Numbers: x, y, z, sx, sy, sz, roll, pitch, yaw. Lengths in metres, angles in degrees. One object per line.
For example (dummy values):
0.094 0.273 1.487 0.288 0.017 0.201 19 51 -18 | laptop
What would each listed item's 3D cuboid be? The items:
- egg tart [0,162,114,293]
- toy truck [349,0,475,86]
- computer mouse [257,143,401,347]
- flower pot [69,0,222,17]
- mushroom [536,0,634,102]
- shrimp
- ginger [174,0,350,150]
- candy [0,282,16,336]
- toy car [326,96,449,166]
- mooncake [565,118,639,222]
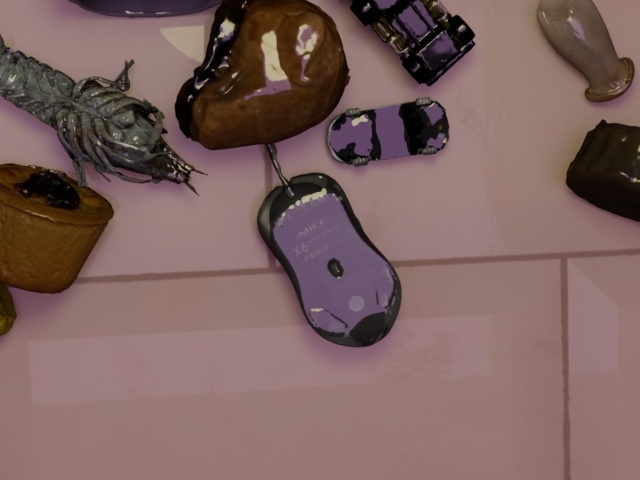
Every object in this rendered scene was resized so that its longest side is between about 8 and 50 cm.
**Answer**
-0.439 -0.024 1.779 0.215 0.215 0.171 20 105 -8 | egg tart
0.125 -0.374 1.841 0.127 0.127 0.257 -42 99 6 | toy truck
0.000 0.000 1.883 0.167 0.090 0.379 -27 92 -4 | computer mouse
-0.257 -0.484 1.736 0.265 0.265 0.243 -1 84 -6 | flower pot
0.435 -0.327 1.900 0.212 0.088 0.097 47 57 -14 | mushroom
-0.361 -0.198 1.794 0.410 0.166 0.221 28 78 4 | shrimp
-0.074 -0.247 1.788 0.223 0.200 0.269 22 94 10 | ginger
-0.582 0.141 1.827 0.199 0.094 0.106 -33 64 3 | candy
0.110 -0.178 1.891 0.205 0.056 0.095 -9 97 -2 | toy car
0.519 -0.111 1.864 0.228 0.228 0.124 24 85 -8 | mooncake
